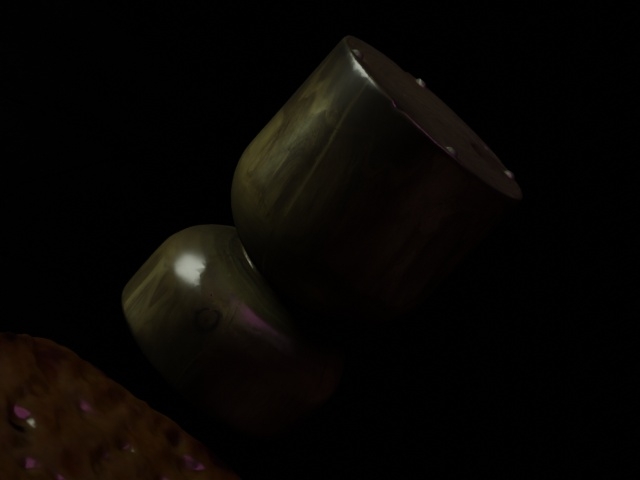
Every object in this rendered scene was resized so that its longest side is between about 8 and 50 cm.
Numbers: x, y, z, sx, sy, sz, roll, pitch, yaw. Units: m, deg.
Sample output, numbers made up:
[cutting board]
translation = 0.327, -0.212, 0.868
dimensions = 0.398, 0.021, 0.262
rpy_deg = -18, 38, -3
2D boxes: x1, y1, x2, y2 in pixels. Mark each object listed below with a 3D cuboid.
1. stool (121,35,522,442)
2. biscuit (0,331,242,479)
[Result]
[stool]
translation = 0.000, 0.000, 0.973
dimensions = 0.179, 0.264, 0.179
rpy_deg = 40, 16, -14
[biscuit]
translation = -0.115, 0.174, 0.655
dimensions = 0.359, 0.046, 0.359
rpy_deg = 38, 17, -14
